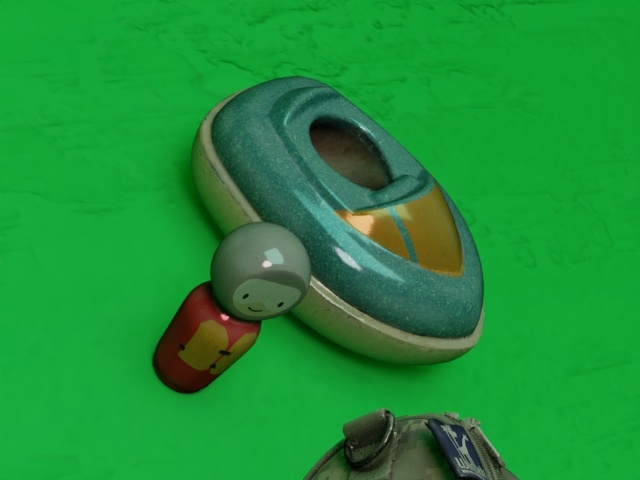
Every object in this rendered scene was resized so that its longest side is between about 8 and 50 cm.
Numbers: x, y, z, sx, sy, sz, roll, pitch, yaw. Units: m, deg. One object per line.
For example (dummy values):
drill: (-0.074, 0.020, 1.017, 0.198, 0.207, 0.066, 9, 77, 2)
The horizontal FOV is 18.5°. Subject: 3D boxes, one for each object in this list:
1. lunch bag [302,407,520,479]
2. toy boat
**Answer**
lunch bag: (0.086, 0.268, 1.081, 0.305, 0.212, 0.256, 51, 33, -39)
toy boat: (0.000, 0.000, 1.432, 0.267, 0.148, 0.318, 44, 37, 5)
